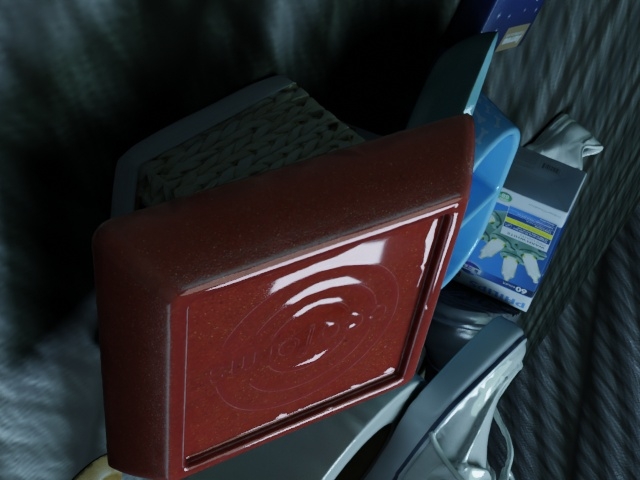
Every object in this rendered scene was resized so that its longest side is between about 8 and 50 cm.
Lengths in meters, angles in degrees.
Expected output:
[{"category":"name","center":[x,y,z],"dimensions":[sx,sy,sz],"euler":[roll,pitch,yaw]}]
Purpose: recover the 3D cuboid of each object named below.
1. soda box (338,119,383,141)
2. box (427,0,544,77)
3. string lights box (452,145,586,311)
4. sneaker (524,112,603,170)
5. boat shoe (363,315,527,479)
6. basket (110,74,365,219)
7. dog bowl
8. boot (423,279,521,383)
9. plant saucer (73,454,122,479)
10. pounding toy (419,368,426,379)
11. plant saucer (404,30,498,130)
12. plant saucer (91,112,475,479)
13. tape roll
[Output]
[{"category":"soda box","center":[0.000,0.000,0.830],"dimensions":[0.074,0.069,0.216],"euler":[101,12,-50]},{"category":"box","center":[0.191,-0.255,0.979],"dimensions":[0.136,0.036,0.225],"euler":[-26,148,-53]},{"category":"string lights box","center":[0.259,-0.017,1.371],"dimensions":[0.076,0.133,0.259],"euler":[-59,165,-29]},{"category":"sneaker","center":[0.337,-0.100,1.483],"dimensions":[0.212,0.094,0.080],"euler":[-45,160,-22]},{"category":"boat shoe","center":[0.134,0.260,1.031],"dimensions":[0.367,0.156,0.136],"euler":[-57,160,12]},{"category":"basket","center":[-0.053,-0.026,0.711],"dimensions":[0.167,0.103,0.113],"euler":[-34,152,-41]},{"category":"dog bowl","center":[0.147,-0.045,1.177],"dimensions":[0.166,0.074,0.297],"euler":[-40,156,-33]},{"category":"boot","center":[0.172,0.288,1.527],"dimensions":[0.367,0.146,0.445],"euler":[5,106,-68]},{"category":"plant saucer","center":[-0.210,0.233,0.927],"dimensions":[0.083,0.015,0.083],"euler":[-44,158,-23]},{"category":"pounding toy","center":[0.252,0.198,1.822],"dimensions":[0.130,0.100,0.141],"euler":[-40,167,-31]},{"category":"plant saucer","center":[0.085,-0.040,0.900],"dimensions":[0.317,0.044,0.317],"euler":[20,90,-83]},{"category":"plant saucer","center":[-0.016,0.055,0.669],"dimensions":[0.258,0.047,0.259],"euler":[-19,143,-24]},{"category":"tape roll","center":[-0.028,0.190,1.036],"dimensions":[0.246,0.169,0.246],"euler":[-45,160,-22]}]
